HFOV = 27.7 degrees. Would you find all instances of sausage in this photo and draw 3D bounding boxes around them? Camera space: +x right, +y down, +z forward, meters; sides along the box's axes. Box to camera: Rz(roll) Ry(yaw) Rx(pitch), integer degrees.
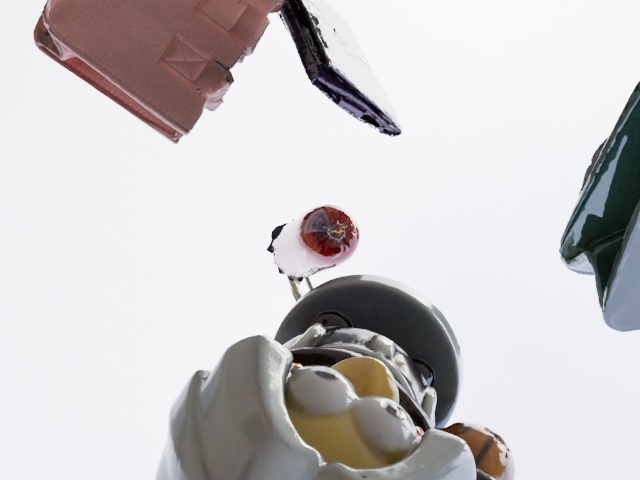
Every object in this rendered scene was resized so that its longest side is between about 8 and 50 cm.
[{"bbox_3d":[0.000,0.000,0.848,0.050,0.145,0.048,13,-98,-10],"label":"sausage"}]

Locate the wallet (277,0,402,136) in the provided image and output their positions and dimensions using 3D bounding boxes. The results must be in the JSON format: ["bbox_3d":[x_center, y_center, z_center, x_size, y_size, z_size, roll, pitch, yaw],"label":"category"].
[{"bbox_3d":[0.008,-0.161,1.099,0.030,0.111,0.166,-37,-135,16],"label":"wallet"}]

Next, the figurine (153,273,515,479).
[{"bbox_3d":[0.015,0.111,0.675,0.176,0.236,0.133,26,-73,7],"label":"figurine"}]

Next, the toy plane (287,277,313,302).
[{"bbox_3d":[0.018,0.140,1.173,0.092,0.244,0.229,-18,-134,-12],"label":"toy plane"}]

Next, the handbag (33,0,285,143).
[{"bbox_3d":[-0.111,-0.199,1.027,0.212,0.157,0.059,-59,-167,-20],"label":"handbag"}]

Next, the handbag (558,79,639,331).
[{"bbox_3d":[0.377,-0.046,1.104,0.326,0.238,0.089,-3,-140,-25],"label":"handbag"}]
